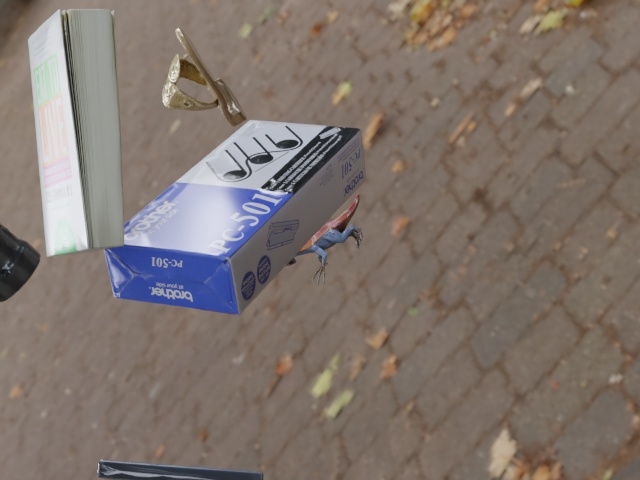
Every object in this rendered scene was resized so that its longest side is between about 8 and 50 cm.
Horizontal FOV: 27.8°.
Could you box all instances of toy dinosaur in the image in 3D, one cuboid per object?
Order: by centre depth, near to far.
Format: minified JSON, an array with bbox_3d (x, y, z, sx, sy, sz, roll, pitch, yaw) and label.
[{"bbox_3d":[0.000,0.000,1.325,0.047,0.082,0.090,171,96,-83],"label":"toy dinosaur"}]

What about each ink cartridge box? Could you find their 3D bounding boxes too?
[{"bbox_3d":[-0.053,-0.022,0.904,0.097,0.046,0.207,7,31,26],"label":"ink cartridge box"}]

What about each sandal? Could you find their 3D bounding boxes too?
[{"bbox_3d":[-0.171,-0.196,1.734,0.079,0.088,0.240,-31,-21,4],"label":"sandal"}]

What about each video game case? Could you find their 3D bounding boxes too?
[{"bbox_3d":[-0.184,0.300,1.658,0.274,0.196,0.026,132,143,-77],"label":"video game case"}]

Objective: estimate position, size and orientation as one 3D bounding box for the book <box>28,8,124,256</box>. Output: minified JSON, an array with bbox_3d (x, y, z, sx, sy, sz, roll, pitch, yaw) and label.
[{"bbox_3d":[-0.155,-0.064,0.814,0.096,0.035,0.144,-9,87,61],"label":"book"}]

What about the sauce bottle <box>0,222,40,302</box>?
[{"bbox_3d":[-0.434,-0.068,1.316,0.111,0.344,0.111,-39,24,21],"label":"sauce bottle"}]
